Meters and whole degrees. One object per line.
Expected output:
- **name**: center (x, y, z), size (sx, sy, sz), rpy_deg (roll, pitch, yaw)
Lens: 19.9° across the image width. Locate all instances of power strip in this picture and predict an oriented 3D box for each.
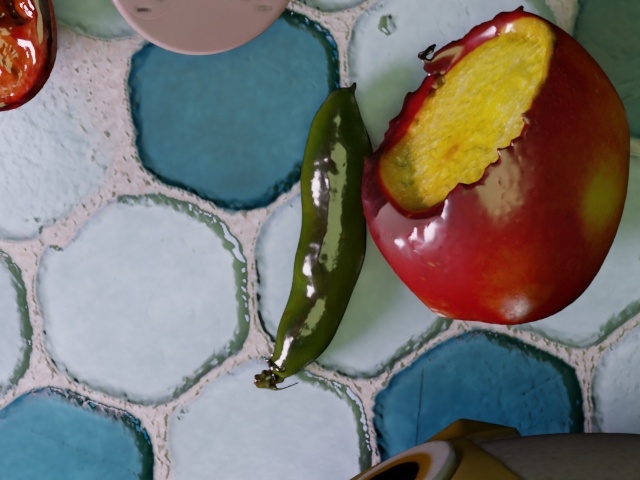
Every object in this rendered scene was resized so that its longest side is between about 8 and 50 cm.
- **power strip**: center (-0.093, -0.220, 1.350), size (0.154, 0.078, 0.154), rpy_deg (-8, 119, -15)

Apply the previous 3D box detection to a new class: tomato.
- **tomato**: center (-0.275, -0.189, 1.376), size (0.166, 0.082, 0.174), rpy_deg (5, 103, 3)

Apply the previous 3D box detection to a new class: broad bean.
- **broad bean**: center (0.004, 0.001, 1.426), size (0.065, 0.046, 0.255), rpy_deg (14, 99, 10)

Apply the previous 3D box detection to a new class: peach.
- **peach**: center (0.130, -0.057, 1.348), size (0.196, 0.190, 0.226), rpy_deg (2, 105, 9)

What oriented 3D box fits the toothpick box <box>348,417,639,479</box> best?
- **toothpick box**: center (0.152, 0.330, 1.300), size (0.425, 0.409, 0.409), rpy_deg (-3, 99, 5)
